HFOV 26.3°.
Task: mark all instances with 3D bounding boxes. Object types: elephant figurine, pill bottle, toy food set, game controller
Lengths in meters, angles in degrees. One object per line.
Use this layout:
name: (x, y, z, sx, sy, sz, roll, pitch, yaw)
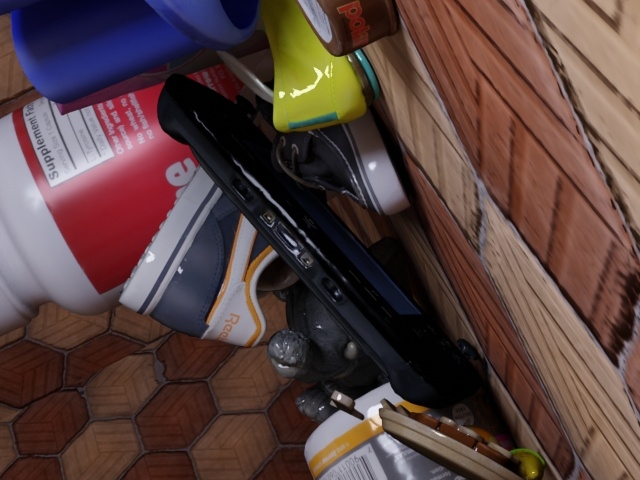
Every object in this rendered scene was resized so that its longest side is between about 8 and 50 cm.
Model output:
elephant figurine: (0.026, 0.074, 1.240, 0.186, 0.169, 0.239, 40, 168, 46)
pill bottle: (-0.195, -0.065, 1.412, 0.229, 0.408, 0.229, 63, 179, 2)
toy food set: (0.098, 0.141, 0.959, 0.192, 0.038, 0.132, 27, 171, 7)
game controller: (0.000, 0.000, 1.022, 0.319, 0.067, 0.166, 47, 180, 12)
pill bottle: (0.112, 0.252, 1.099, 0.278, 0.162, 0.162, 63, 179, 18)

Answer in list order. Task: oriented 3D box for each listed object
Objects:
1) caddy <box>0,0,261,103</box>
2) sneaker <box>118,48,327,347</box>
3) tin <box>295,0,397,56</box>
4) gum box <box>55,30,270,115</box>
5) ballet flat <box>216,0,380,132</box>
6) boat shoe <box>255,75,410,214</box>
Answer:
caddy: (-0.141, -0.248, 0.783, 0.241, 0.179, 0.341, 31, -141, -61)
sneaker: (-0.055, -0.038, 1.191, 0.127, 0.321, 0.126, 29, 142, -6)
tin: (-0.019, -0.173, 0.664, 0.106, 0.040, 0.189, 76, 168, -65)
gum box: (-0.124, -0.166, 0.995, 0.107, 0.188, 0.062, 103, 144, -65)
ballet flat: (-0.039, -0.152, 0.878, 0.231, 0.077, 0.077, 62, 179, 37)
boat shoe: (-0.001, -0.072, 0.981, 0.080, 0.076, 0.228, 64, 179, -34)
